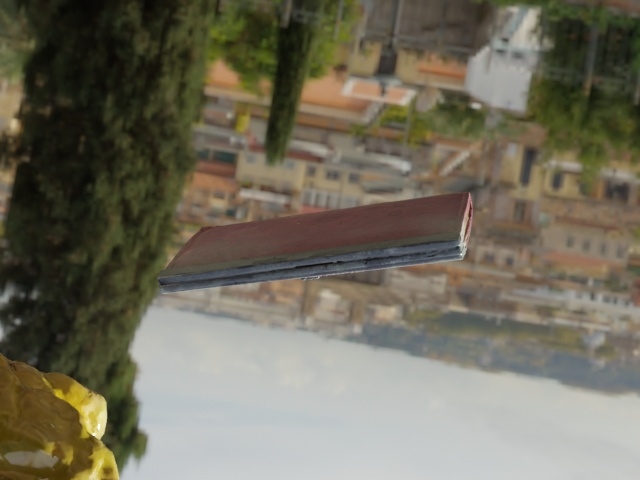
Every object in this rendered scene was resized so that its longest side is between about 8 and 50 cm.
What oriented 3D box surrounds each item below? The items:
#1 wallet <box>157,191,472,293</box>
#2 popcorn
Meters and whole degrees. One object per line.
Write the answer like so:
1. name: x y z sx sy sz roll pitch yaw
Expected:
1. wallet: 0.000 0.000 0.943 0.232 0.025 0.119 -7 -161 14
2. popcorn: -0.255 0.198 0.921 0.250 0.250 0.190 8 -158 13
